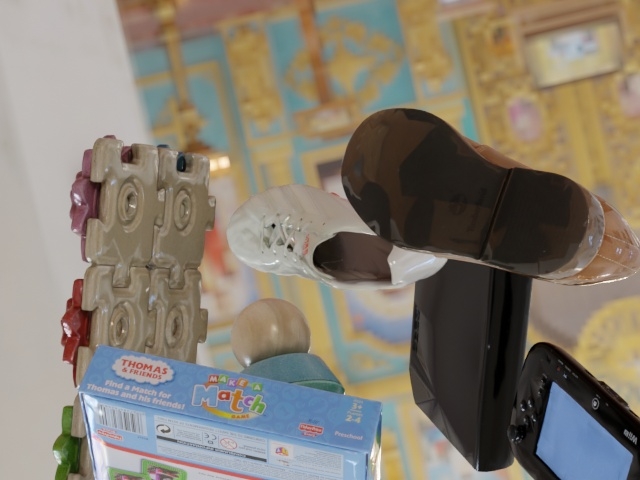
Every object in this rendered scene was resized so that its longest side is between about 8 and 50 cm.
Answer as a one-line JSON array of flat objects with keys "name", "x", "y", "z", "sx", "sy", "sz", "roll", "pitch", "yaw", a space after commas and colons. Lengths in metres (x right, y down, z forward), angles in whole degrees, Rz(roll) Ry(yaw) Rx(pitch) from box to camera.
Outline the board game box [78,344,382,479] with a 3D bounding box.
[{"name": "board game box", "x": -0.047, "y": 0.149, "z": 1.120, "sx": 0.160, "sy": 0.211, "sz": 0.039, "roll": 11, "pitch": -129, "yaw": 9}]

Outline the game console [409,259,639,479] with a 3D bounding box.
[{"name": "game console", "x": 0.164, "y": 0.109, "z": 1.494, "sx": 0.044, "sy": 0.213, "sz": 0.361, "roll": -10, "pitch": -151, "yaw": -23}]

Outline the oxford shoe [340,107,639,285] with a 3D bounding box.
[{"name": "oxford shoe", "x": 0.090, "y": -0.017, "z": 1.098, "sx": 0.076, "sy": 0.076, "sz": 0.212, "roll": 20, "pitch": -174, "yaw": -42}]

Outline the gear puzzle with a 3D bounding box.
[{"name": "gear puzzle", "x": -0.133, "y": 0.103, "z": 1.302, "sx": 0.044, "sy": 0.339, "sz": 0.175, "roll": 4, "pitch": 180, "yaw": 22}]

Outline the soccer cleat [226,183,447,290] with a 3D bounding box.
[{"name": "soccer cleat", "x": 0.000, "y": 0.000, "z": 1.378, "sx": 0.196, "sy": 0.068, "sz": 0.076, "roll": 4, "pitch": -159, "yaw": 40}]

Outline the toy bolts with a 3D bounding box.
[{"name": "toy bolts", "x": -0.093, "y": 0.139, "z": 1.461, "sx": 0.228, "sy": 0.158, "sz": 0.218, "roll": -28, "pitch": 153, "yaw": 31}]
